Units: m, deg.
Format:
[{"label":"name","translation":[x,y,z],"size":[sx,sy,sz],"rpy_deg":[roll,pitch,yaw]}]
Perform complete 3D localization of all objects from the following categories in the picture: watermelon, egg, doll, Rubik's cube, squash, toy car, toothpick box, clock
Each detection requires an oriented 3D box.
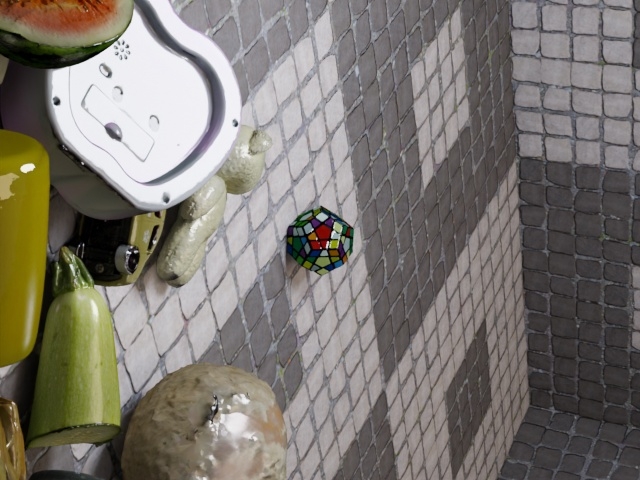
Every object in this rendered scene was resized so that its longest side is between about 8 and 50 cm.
[{"label":"watermelon","translation":[-0.309,-0.268,1.575],"size":[0.245,0.063,0.119],"rpy_deg":[-22,83,-42]},{"label":"egg","translation":[-0.181,0.326,2.045],"size":[0.310,0.279,0.279],"rpy_deg":[-42,136,-46]},{"label":"doll","translation":[-0.193,-0.063,2.068],"size":[0.149,0.175,0.278],"rpy_deg":[29,78,-25]},{"label":"Rubik's cube","translation":[0.000,0.000,2.498],"size":[0.112,0.133,0.133],"rpy_deg":[-57,157,8]},{"label":"squash","translation":[-0.326,0.156,1.813],"size":[0.137,0.137,0.287],"rpy_deg":[-1,99,-66]},{"label":"toy car","translation":[-0.275,-0.060,1.879],"size":[0.124,0.101,0.256],"rpy_deg":[14,85,-68]},{"label":"toothpick box","translation":[-0.404,0.016,1.537],"size":[0.175,0.175,0.271],"rpy_deg":[-31,129,-59]},{"label":"clock","translation":[-0.254,-0.198,1.732],"size":[0.338,0.102,0.338],"rpy_deg":[7,81,-46]}]

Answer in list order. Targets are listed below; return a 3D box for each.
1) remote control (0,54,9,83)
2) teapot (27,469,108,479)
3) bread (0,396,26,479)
[{"label":"remote control","translation":[-0.441,-0.235,1.505],"size":[0.230,0.049,0.090],"rpy_deg":[43,59,-61]},{"label":"teapot","translation":[-0.344,0.486,1.602],"size":[0.305,0.376,0.362],"rpy_deg":[66,38,-51]},{"label":"bread","translation":[-0.441,0.300,1.418],"size":[0.191,0.314,0.370],"rpy_deg":[-54,141,-60]}]
